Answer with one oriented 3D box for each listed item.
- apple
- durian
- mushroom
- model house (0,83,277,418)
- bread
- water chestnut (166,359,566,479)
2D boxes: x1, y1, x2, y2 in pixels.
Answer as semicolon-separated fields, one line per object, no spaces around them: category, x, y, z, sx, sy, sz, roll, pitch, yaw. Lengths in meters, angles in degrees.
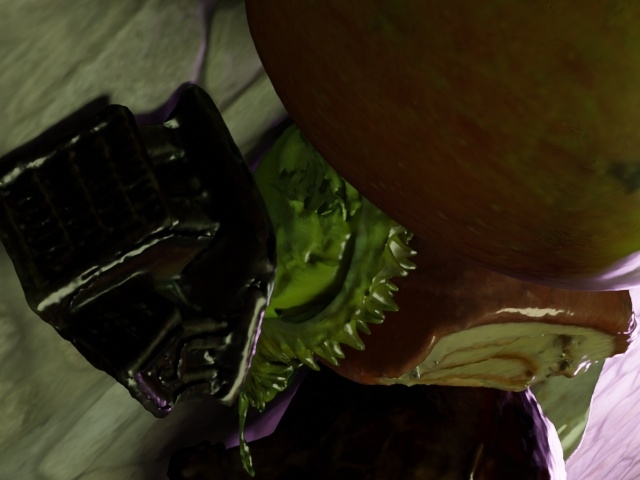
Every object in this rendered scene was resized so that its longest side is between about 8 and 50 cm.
apple;0.136;-0.133;0.977;0.339;0.339;0.339;-38;158;-18
durian;0.005;0.000;1.237;0.375;0.132;0.106;-60;168;23
mushroom;0.223;0.187;2.020;0.333;0.107;0.087;-49;175;12
model house;-0.104;0.012;1.045;0.106;0.165;0.152;-36;164;30
bread;0.117;0.034;1.360;0.244;0.123;0.190;2;155;-39
water chestnut;0.027;0.216;1.508;0.350;0.302;0.350;-158;-90;-86
